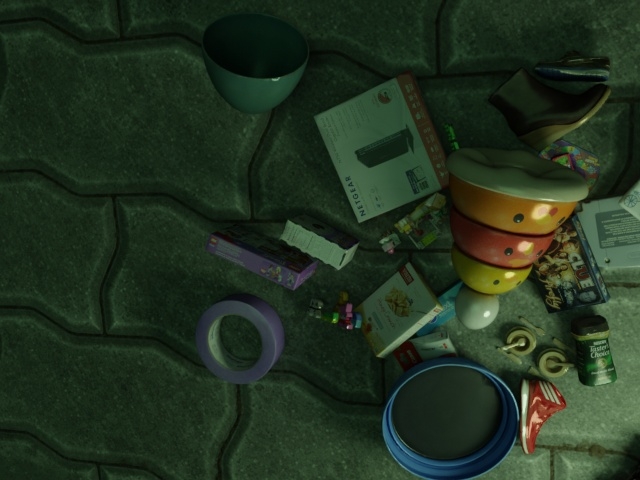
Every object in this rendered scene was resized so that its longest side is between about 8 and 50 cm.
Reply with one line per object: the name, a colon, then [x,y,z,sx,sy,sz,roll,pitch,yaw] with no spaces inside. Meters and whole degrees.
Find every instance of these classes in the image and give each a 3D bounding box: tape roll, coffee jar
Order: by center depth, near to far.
coffee jar: [0.743,0.298,1.735,0.096,0.079,0.184,-12,97,0]
tape roll: [-0.257,0.312,2.030,0.275,0.090,0.274,3,101,17]

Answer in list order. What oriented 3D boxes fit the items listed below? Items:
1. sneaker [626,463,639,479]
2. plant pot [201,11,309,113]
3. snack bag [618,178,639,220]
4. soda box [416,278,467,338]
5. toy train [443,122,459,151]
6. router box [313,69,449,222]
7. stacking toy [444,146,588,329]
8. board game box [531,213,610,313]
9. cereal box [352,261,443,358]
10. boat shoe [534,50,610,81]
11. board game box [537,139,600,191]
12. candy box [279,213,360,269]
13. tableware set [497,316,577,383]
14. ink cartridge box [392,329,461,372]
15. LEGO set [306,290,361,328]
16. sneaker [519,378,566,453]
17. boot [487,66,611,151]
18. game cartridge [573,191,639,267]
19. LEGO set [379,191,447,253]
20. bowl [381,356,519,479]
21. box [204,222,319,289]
sneaker: [0.868,0.696,1.757,0.112,0.121,0.299,20,106,14]
plant pot: [-0.188,-0.472,1.789,0.290,0.290,0.195,27,143,10]
snack bag: [0.971,-0.101,1.573,0.342,0.037,0.323,42,97,-2]
soda box: [0.354,0.191,1.839,0.210,0.067,0.071,-39,88,19]
toy train: [0.366,-0.289,1.772,0.024,0.017,0.083,-19,94,9]
router box: [0.186,-0.258,1.796,0.301,0.082,0.335,-23,93,19]
stacking toy: [0.459,0.017,1.657,0.351,0.350,0.479,14,112,14]
board game box: [0.650,0.066,1.711,0.165,0.042,0.243,-21,94,42]
cereal box: [0.220,0.202,1.846,0.240,0.047,0.173,-45,49,19]
boat shoe: [0.648,-0.449,1.640,0.183,0.066,0.066,11,83,19]
board game box: [0.658,-0.187,1.697,0.169,0.033,0.133,28,107,9]
candy box: [0.000,0.000,1.855,0.196,0.165,0.070,27,105,11]
tableware set: [0.612,0.320,1.802,0.194,0.039,0.128,33,107,8]
ink cartridge box: [0.310,0.341,1.859,0.179,0.045,0.145,-21,124,16]
LEGO set: [0.057,0.200,1.904,0.227,0.087,0.093,8,88,57]
sneaker: [0.633,0.506,1.808,0.128,0.087,0.221,-1,101,18]
boot: [0.587,-0.370,1.641,0.248,0.090,0.207,-40,99,26]
game cartridge: [0.830,-0.032,1.667,0.297,0.062,0.198,-9,102,18]
LEGO set: [0.293,-0.045,1.759,0.107,0.132,0.287,51,142,2]
bowl: [0.370,0.514,1.842,0.391,0.077,0.391,0,107,1]
box: [-0.169,0.043,1.894,0.293,0.201,0.057,24,106,11]
